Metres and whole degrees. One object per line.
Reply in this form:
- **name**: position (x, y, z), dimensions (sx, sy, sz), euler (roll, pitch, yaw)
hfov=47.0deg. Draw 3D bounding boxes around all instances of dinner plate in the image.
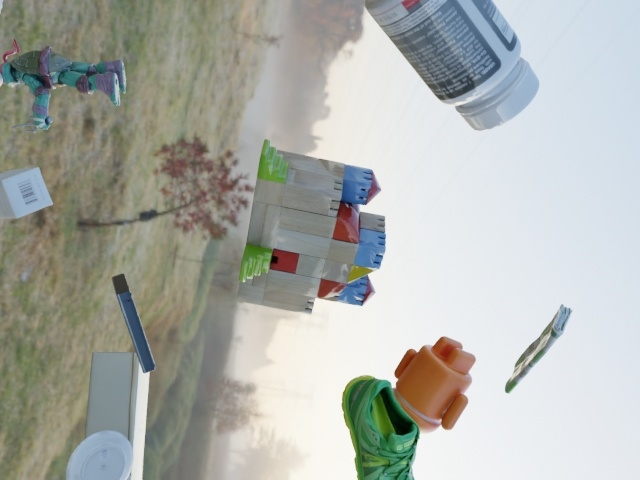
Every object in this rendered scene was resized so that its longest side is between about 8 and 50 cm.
- **dinner plate**: position (-0.422, 0.438, 1.422), dimensions (0.017, 0.141, 0.141), euler (6, -93, 45)

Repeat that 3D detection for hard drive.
- **hard drive**: position (-0.288, 0.127, 1.136), dimensions (0.094, 0.022, 0.135), euler (-146, -141, -66)

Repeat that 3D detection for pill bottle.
- **pill bottle**: position (0.216, -0.320, 1.178), dimensions (0.161, 0.283, 0.161), euler (-35, -155, 20)

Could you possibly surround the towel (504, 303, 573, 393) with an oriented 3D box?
- **towel**: position (0.365, 0.182, 1.244), dimensions (0.152, 0.023, 0.113), euler (-59, 166, 29)

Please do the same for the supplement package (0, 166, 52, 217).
- **supplement package**: position (-0.794, -0.123, 1.905), dimensions (0.105, 0.179, 0.105), euler (-32, 114, -40)

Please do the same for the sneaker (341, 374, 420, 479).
- **sneaker**: position (0.125, 0.392, 1.357), dimensions (0.123, 0.109, 0.295), euler (-27, -98, 54)

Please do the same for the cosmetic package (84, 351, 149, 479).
- **cosmetic package**: position (-0.465, 0.415, 1.684), dimensions (0.160, 0.113, 0.309), euler (107, -16, -78)

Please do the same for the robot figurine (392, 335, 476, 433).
- **robot figurine**: position (0.223, 0.302, 1.511), dimensions (0.219, 0.158, 0.128), euler (-56, 172, 9)

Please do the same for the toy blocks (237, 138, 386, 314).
- **toy blocks**: position (0.000, 0.000, 1.330), dimensions (0.191, 0.261, 0.381), euler (-83, -175, -51)

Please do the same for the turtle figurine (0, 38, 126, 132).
- **turtle figurine**: position (-0.459, -0.269, 1.256), dimensions (0.118, 0.234, 0.175), euler (91, -4, -49)

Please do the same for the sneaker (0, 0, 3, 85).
- **sneaker**: position (-0.553, -0.365, 1.169), dimensions (0.103, 0.111, 0.252), euler (7, -61, 52)
